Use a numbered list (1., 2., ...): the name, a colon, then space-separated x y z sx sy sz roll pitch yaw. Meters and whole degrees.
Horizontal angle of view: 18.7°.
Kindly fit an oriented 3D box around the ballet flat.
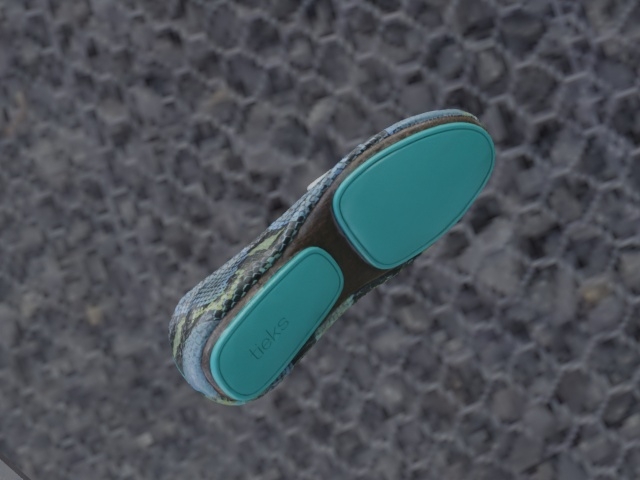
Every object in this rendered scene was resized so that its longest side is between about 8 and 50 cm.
1. ballet flat: 0.000 0.000 0.914 0.070 0.188 0.070 43 159 20

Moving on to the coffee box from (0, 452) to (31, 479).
1. coffee box: -0.053 0.126 0.300 0.246 0.141 0.098 37 175 30
